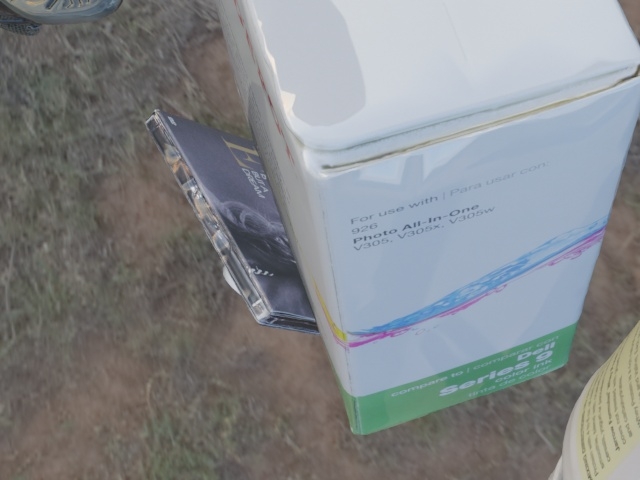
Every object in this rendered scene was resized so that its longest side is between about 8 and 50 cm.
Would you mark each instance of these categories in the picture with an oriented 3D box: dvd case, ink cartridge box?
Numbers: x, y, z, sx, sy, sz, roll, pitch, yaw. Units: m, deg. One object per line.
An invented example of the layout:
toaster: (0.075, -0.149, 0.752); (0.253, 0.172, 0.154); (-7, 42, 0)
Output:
dvd case: (0.000, 0.000, 0.864); (0.018, 0.164, 0.221); (-45, 147, 21)
ink cartridge box: (0.023, -0.048, 0.429); (0.093, 0.154, 0.212); (-18, 155, -2)

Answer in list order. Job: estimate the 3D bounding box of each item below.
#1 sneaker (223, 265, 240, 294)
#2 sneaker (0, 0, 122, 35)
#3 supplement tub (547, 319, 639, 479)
sneaker: (-0.005, 0.004, 1.142); (0.094, 0.258, 0.091); (36, 106, 9)
sneaker: (-0.229, -0.214, 1.085); (0.130, 0.227, 0.087); (3, 94, -60)
supplement tub: (0.277, 0.103, 0.730); (0.235, 0.235, 0.325); (11, 135, -17)
